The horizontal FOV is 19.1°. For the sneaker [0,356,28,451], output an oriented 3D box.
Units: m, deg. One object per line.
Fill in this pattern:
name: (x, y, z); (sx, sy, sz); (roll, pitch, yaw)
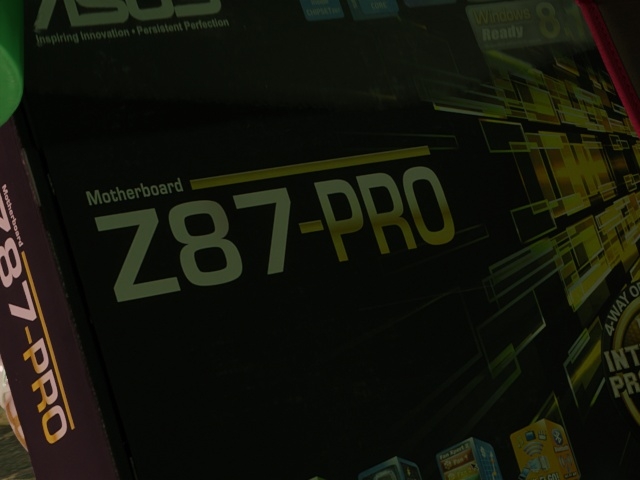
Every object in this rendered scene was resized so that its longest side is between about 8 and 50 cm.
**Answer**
sneaker: (-0.221, 0.069, 1.228); (0.292, 0.169, 0.108); (-11, 163, -25)

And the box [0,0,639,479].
box: (0.032, 0.013, 0.943); (0.395, 0.318, 0.097); (-8, 163, -33)

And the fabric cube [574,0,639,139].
fabric cube: (0.281, -0.183, 0.883); (0.258, 0.259, 0.254); (-11, 160, -37)

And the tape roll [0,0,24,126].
tape roll: (-0.267, -0.089, 0.673); (0.321, 0.077, 0.321); (-3, 168, -1)
